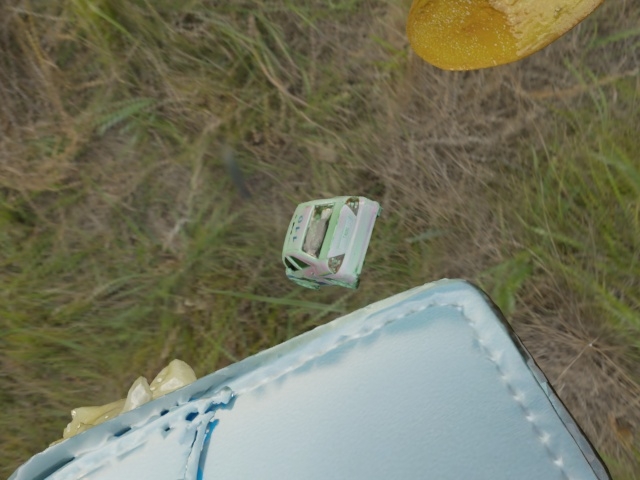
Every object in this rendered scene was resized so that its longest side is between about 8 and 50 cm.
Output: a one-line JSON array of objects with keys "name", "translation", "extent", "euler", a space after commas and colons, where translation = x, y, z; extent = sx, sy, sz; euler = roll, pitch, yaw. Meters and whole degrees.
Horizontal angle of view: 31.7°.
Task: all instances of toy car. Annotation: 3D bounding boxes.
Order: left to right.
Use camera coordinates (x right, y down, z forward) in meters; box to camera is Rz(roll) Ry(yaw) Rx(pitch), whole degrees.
[{"name": "toy car", "translation": [0.000, 0.000, 1.200], "extent": [0.076, 0.224, 0.090], "euler": [18, 82, -15]}]

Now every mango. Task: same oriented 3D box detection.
[{"name": "mango", "translation": [0.235, -0.322, 1.406], "extent": [0.199, 0.350, 0.201], "euler": [-18, 81, -33]}]

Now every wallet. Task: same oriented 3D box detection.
[{"name": "wallet", "translation": [0.023, 0.136, 0.283], "extent": [0.176, 0.075, 0.250], "euler": [-24, 49, -4]}]

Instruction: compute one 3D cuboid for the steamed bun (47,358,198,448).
[{"name": "steamed bun", "translation": [-0.138, 0.208, 0.845], "extent": [0.295, 0.292, 0.137], "euler": [-11, 127, 7]}]
